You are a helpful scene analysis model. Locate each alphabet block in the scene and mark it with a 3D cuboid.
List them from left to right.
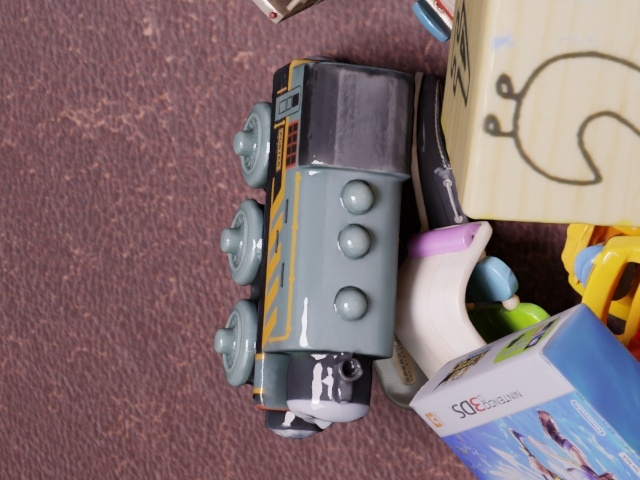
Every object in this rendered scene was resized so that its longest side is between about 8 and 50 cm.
[{"bbox_3d":[0.199,-0.138,1.477,0.192,0.193,0.197,3,116,-2],"label":"alphabet block"}]

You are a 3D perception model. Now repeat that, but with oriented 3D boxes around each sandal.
[{"bbox_3d":[0.045,0.058,1.778,0.090,0.060,0.219,-16,97,36],"label":"sandal"}]

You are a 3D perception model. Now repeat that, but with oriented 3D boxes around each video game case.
[{"bbox_3d":[0.219,0.186,1.498,0.269,0.061,0.244,47,157,-4],"label":"video game case"}]

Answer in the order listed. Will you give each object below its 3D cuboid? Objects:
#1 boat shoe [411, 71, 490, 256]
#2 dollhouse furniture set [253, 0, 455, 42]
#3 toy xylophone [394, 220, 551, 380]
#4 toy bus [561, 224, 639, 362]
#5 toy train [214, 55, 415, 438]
[{"bbox_3d":[0.115,-0.050,1.693,0.065,0.075,0.206,-3,113,12],"label":"boat shoe"},{"bbox_3d":[0.047,-0.212,1.617,0.184,0.129,0.129,50,128,4],"label":"dollhouse furniture set"},{"bbox_3d":[0.191,0.128,1.627,0.236,0.081,0.323,4,133,57],"label":"toy xylophone"},{"bbox_3d":[0.273,0.043,1.537,0.220,0.211,0.149,28,124,21],"label":"toy bus"},{"bbox_3d":[0.000,0.000,1.648,0.190,0.142,0.334,162,114,-71],"label":"toy train"}]
